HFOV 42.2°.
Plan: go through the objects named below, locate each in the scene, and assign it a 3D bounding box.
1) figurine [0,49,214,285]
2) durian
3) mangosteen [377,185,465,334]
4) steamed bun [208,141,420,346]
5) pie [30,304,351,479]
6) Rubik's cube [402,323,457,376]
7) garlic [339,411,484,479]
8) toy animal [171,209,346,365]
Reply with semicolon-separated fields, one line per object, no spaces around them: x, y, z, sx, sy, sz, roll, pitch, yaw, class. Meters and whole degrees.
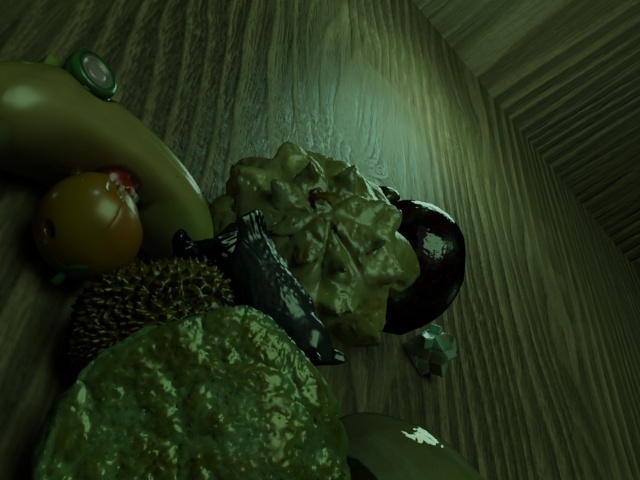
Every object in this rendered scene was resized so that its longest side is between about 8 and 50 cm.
-0.236;-0.057;0.862;0.324;0.124;0.222;43;29;-32;figurine
-0.160;0.097;0.785;0.137;0.168;0.158;99;-18;-74;durian
0.107;0.030;1.238;0.216;0.216;0.216;40;30;-29;mangosteen
0.000;0.000;1.052;0.292;0.137;0.295;23;54;-8;steamed bun
-0.105;0.195;0.693;0.274;0.105;0.257;-43;96;-20;pie
0.189;0.179;1.360;0.084;0.073;0.075;51;27;-5;Rubik's cube
0.050;0.327;0.849;0.249;0.286;0.313;108;-33;-66;garlic
-0.047;0.045;0.870;0.210;0.117;0.121;32;12;22;toy animal
